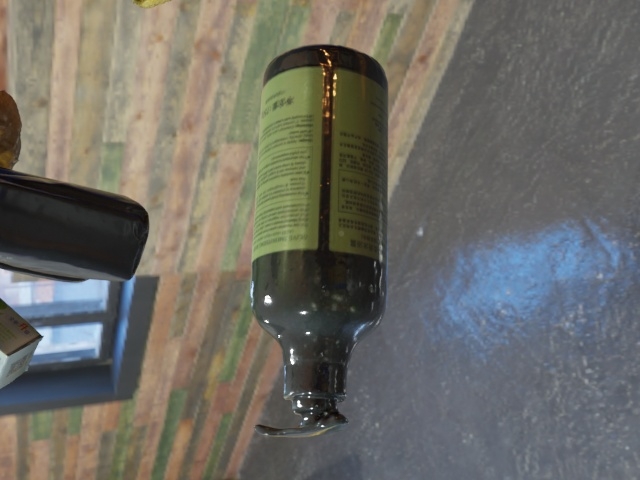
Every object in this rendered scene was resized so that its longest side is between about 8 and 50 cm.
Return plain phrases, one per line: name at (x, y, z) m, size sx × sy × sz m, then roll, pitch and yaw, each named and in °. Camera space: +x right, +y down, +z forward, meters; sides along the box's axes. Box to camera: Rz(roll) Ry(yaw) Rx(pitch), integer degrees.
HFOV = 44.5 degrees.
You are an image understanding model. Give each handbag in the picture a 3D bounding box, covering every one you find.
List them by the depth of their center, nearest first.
handbag at (-0.487, -0.022, 1.379) m, size 0.275 × 0.302 × 0.177 m, roll 12°, pitch 89°, yaw 59°

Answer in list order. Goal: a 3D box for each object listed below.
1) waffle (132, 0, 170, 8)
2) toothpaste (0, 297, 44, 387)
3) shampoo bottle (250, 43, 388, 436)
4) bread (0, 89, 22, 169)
waffle at (-0.318, -0.475, 1.291) m, size 0.168 × 0.274 × 0.057 m, roll -9°, pitch 75°, yaw 33°
toothpaste at (-0.508, 0.051, 1.006) m, size 0.336 × 0.067 × 0.081 m, roll 39°, pitch 123°, yaw 7°
shampoo bottle at (0.000, 0.000, 0.579) m, size 0.101 × 0.101 × 0.283 m, roll 145°, pitch 130°, yaw -62°
bread at (-0.662, -0.159, 1.501) m, size 0.134 × 0.260 × 0.129 m, roll 50°, pitch 173°, yaw -17°
